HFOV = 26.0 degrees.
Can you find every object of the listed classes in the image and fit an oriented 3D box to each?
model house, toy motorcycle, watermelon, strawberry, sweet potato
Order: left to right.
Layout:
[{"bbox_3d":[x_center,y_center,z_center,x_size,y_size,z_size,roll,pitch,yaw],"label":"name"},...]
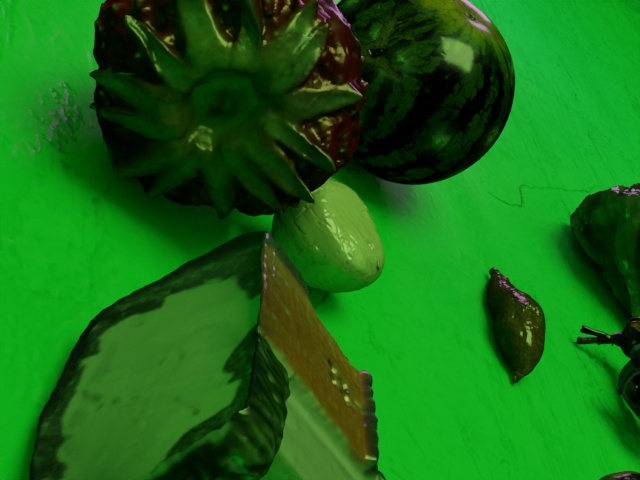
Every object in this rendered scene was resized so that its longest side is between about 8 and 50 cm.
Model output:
[{"bbox_3d":[-0.088,-0.183,1.386,0.292,0.292,0.343,35,21,-18],"label":"strawberry"},{"bbox_3d":[-0.042,0.186,1.049,0.301,0.190,0.271,51,17,-22],"label":"model house"},{"bbox_3d":[0.113,-0.199,1.743,0.269,0.269,0.269,34,27,-20],"label":"watermelon"},{"bbox_3d":[0.240,0.087,1.698,0.068,0.068,0.226,32,27,-23],"label":"sweet potato"},{"bbox_3d":[0.492,0.209,1.825,0.358,0.125,0.212,26,22,-37],"label":"toy motorcycle"}]

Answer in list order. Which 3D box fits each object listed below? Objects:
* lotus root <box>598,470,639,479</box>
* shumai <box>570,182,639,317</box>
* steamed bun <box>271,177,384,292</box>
[{"bbox_3d":[0.363,0.316,1.491,0.258,0.097,0.110,30,34,-43],"label":"lotus root"},{"bbox_3d":[0.508,0.066,2.042,0.309,0.304,0.263,18,70,-46],"label":"shumai"},{"bbox_3d":[0.000,0.000,1.444,0.112,0.091,0.130,1,59,-59],"label":"steamed bun"}]
